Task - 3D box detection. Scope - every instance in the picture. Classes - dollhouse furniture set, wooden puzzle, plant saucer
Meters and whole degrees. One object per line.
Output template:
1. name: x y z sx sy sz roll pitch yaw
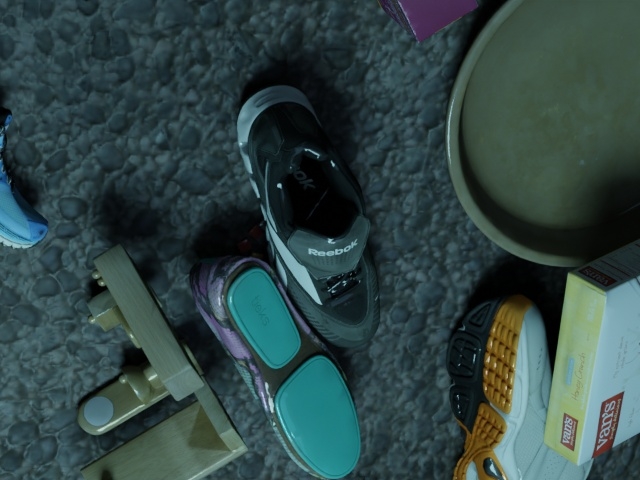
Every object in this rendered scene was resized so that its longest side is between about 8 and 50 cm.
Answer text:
1. dollhouse furniture set: -0.155 0.114 1.439 0.123 0.144 0.151 -31 158 -3
2. wooden puzzle: -0.025 -0.009 1.506 0.083 0.006 0.049 -45 121 5
3. plant saucer: 0.224 -0.110 1.529 0.278 0.041 0.278 -9 118 -17

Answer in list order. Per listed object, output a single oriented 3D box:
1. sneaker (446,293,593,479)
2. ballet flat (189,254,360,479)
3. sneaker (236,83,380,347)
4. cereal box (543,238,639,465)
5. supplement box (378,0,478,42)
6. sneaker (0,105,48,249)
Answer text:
1. sneaker: 0.180 0.150 1.621 0.121 0.099 0.262 -16 126 -23
2. ballet flat: -0.037 0.095 1.511 0.077 0.079 0.221 -42 121 -19
3. sneaker: 0.000 0.000 1.451 0.078 0.106 0.234 -23 120 -8
4. cereal box: 0.290 0.069 1.580 0.240 0.047 0.173 -23 130 -36
5. supplement box: 0.073 -0.190 1.407 0.055 0.083 0.043 -30 121 -3
6. sneaker: -0.243 -0.060 1.367 0.073 0.063 0.162 -39 122 -3
